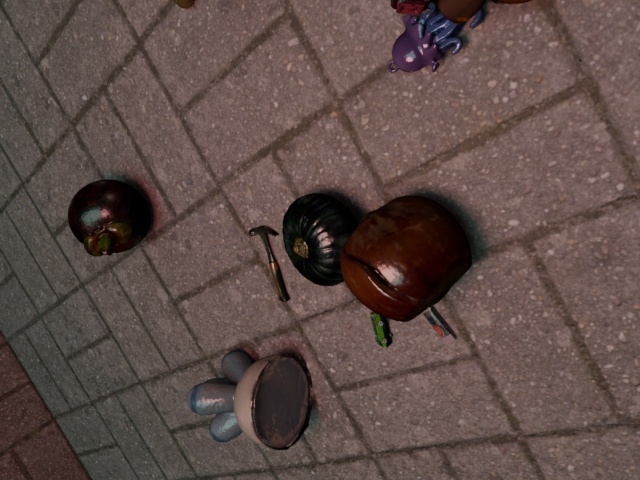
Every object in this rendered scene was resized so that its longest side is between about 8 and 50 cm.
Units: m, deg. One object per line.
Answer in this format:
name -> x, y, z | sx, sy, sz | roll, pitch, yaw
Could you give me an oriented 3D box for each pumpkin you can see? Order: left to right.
pumpkin -> 0.000, 0.000, 1.030 | 0.202, 0.140, 0.202 | 30, 133, 38

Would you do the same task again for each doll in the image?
doll -> 0.197, -0.353, 0.821 | 0.205, 0.067, 0.110 | -33, 76, 26

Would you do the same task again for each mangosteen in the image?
mangosteen -> -0.580, -0.051, 1.329 | 0.216, 0.216, 0.216 | 12, 116, 27

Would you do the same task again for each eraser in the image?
eraser -> 0.247, 0.174, 1.032 | 0.099, 0.019, 0.027 | 52, 126, 2

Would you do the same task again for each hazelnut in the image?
hazelnut -> 0.155, 0.033, 0.919 | 0.218, 0.233, 0.218 | 47, 167, 15

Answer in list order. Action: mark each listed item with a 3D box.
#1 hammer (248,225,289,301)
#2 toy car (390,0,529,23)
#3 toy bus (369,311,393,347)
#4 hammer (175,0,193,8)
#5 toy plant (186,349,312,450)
hammer -> -0.114, 0.059, 1.207 | 0.078, 0.021, 0.201 | -10, 104, 34
toy car -> 0.212, -0.478, 0.659 | 0.240, 0.271, 0.341 | 5, 105, 5
toy bus -> 0.137, 0.200, 1.104 | 0.037, 0.031, 0.083 | -2, 109, 40
hammer -> -0.236, -0.596, 0.974 | 0.202, 0.113, 0.305 | 56, 135, 4
toy plant -> -0.210, 0.415, 1.295 | 0.332, 0.247, 0.247 | -10, 104, 36
